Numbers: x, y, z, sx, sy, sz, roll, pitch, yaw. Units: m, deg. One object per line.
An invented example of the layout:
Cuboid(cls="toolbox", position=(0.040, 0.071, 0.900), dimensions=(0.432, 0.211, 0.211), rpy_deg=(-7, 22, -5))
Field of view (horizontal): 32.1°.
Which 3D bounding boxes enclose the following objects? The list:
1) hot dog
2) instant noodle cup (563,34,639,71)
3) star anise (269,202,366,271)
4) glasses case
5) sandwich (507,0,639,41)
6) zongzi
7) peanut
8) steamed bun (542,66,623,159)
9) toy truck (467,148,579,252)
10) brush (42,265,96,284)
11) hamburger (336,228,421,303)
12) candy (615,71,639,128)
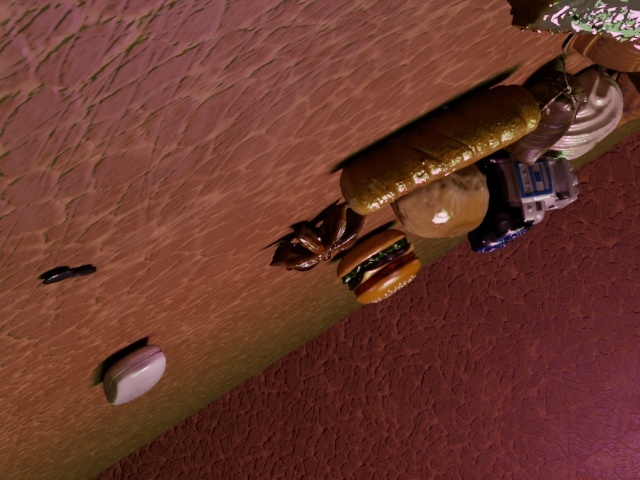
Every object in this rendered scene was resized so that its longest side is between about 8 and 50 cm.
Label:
Cuboid(cls="hot dog", position=(0.152, -0.117, 1.383), dimensions=(0.286, 0.088, 0.061), rpy_deg=(-32, 167, -16))
Cuboid(cls="instant noodle cup", position=(0.453, -0.289, 1.439), dimensions=(0.274, 0.091, 0.274), rpy_deg=(-32, 172, -5))
Cuboid(cls="star anise", position=(0.000, 0.000, 1.608), dimensions=(0.168, 0.057, 0.168), rpy_deg=(-31, 173, -4))
Cuboid(cls="glasses case", position=(-0.300, 0.217, 1.785), dimensions=(0.092, 0.059, 0.233), rpy_deg=(-30, 173, -22))
Cuboid(cls="sandwich", position=(0.329, -0.240, 0.833), dimensions=(0.301, 0.099, 0.271), rpy_deg=(6, 153, -27))
Cuboid(cls="zongzi", position=(0.354, -0.216, 1.599), dimensions=(0.184, 0.084, 0.187), rpy_deg=(-44, 173, -26))
Cuboid(cls="peanut", position=(0.179, -0.066, 1.644), dimensions=(0.129, 0.129, 0.224), rpy_deg=(-36, 171, 27))
Cuboid(cls="steamed bun", position=(0.411, -0.196, 1.793), dimensions=(0.183, 0.106, 0.183), rpy_deg=(-32, 173, -4))
Cuboid(cls="toy truck", position=(0.320, -0.077, 1.792), dimensions=(0.177, 0.161, 0.213), rpy_deg=(-9, 171, -11))
Cuboid(cls="brush", position=(-0.241, 0.032, 1.075), dimensions=(0.024, 0.008, 0.083), rpy_deg=(-37, 171, 22))
Cuboid(cls="hamburger", position=(0.111, 0.050, 2.111), dimensions=(0.162, 0.115, 0.162), rpy_deg=(-31, 174, -4))
Cuboid(cls="candy", position=(0.537, -0.262, 1.843), dimensions=(0.143, 0.101, 0.271), rpy_deg=(-59, 175, -5))
